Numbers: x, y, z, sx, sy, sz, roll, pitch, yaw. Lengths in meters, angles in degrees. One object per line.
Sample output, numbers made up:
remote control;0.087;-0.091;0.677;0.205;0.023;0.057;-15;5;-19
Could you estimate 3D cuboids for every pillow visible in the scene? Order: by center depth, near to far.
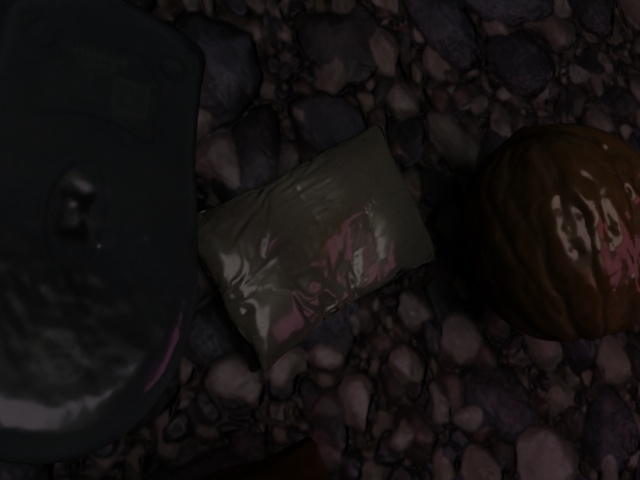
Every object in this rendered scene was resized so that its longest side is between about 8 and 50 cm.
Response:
pillow;0.000;0.000;0.665;0.229;0.050;0.148;-30;101;-31

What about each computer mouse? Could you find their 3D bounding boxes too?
computer mouse;-0.186;-0.032;0.534;0.188;0.122;0.371;14;69;-28

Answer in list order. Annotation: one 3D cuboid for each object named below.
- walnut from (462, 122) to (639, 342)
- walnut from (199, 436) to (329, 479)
walnut;0.230;-0.010;0.712;0.213;0.213;0.213;5;80;-27
walnut;-0.065;0.275;0.506;0.203;0.203;0.298;32;71;-19
